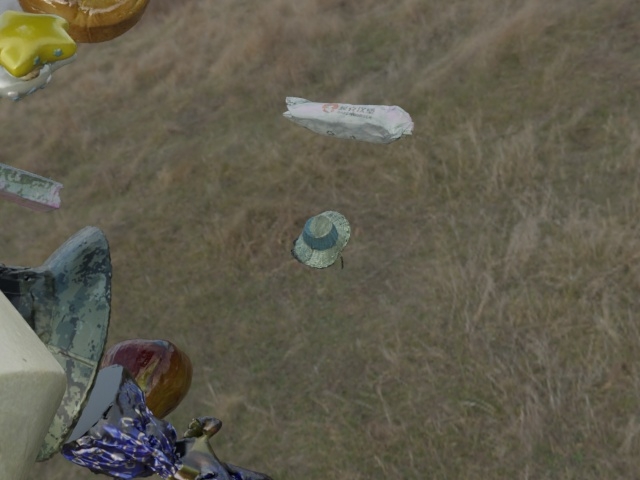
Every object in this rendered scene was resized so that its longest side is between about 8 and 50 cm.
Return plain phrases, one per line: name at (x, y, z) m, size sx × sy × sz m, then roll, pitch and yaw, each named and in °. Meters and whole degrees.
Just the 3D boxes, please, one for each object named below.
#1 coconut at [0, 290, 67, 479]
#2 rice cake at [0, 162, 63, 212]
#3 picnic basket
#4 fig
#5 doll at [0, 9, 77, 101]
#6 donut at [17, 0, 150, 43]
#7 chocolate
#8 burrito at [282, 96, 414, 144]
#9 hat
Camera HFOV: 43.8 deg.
coconut at (-0.296, 0.121, 0.537) m, size 0.241 × 0.241 × 0.241 m, roll -15°, pitch 26°, yaw 8°
rice cake at (-0.361, -0.072, 0.805) m, size 0.047 × 0.207 × 0.036 m, roll -17°, pitch 62°, yaw 43°
picnic basket at (0.000, 0.000, 0.986) m, size 0.065 × 0.083 × 0.083 m, roll 26°, pitch 69°, yaw 20°
fig at (-0.345, 0.323, 1.582) m, size 0.191 × 0.190 × 0.290 m, roll -16°, pitch 50°, yaw 5°
doll at (-0.310, -0.178, 0.806) m, size 0.135 × 0.071 × 0.113 m, roll -40°, pitch -4°, yaw -15°
donut at (-0.358, -0.409, 1.199) m, size 0.227 × 0.226 × 0.114 m, roll -29°, pitch -6°, yaw -20°
chocolate at (-0.164, 0.291, 1.003) m, size 0.148 × 0.343 × 0.126 m, roll -50°, pitch 22°, yaw -3°
burrito at (0.041, -0.180, 1.196) m, size 0.203 × 0.064 × 0.064 m, roll 11°, pitch 37°, yaw 23°
hat at (-0.328, 0.094, 0.845) m, size 0.266 × 0.128 × 0.265 m, roll -25°, pitch 55°, yaw 41°
